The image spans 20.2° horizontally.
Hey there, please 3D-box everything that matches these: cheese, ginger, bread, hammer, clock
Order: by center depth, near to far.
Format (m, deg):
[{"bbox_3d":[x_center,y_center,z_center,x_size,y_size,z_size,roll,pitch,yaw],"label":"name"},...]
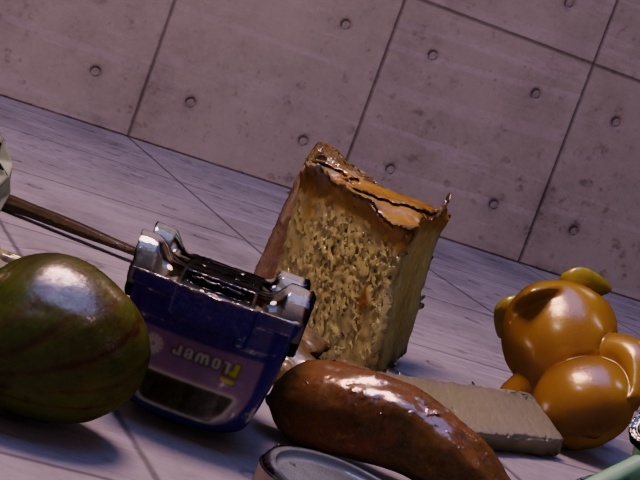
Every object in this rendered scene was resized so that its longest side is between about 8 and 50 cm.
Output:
[{"bbox_3d":[0.017,0.218,1.424,0.155,0.063,0.229,23,8,28],"label":"clock"},{"bbox_3d":[0.145,0.190,1.986,0.400,0.034,0.085,14,38,-49],"label":"cheese"},{"bbox_3d":[-0.038,0.118,2.004,0.258,0.065,0.149,33,7,22],"label":"ginger"},{"bbox_3d":[0.100,0.050,2.200,0.279,0.248,0.315,15,10,-35],"label":"bread"},{"bbox_3d":[-0.313,-0.009,2.407,0.297,0.027,0.125,22,2,13],"label":"hammer"}]

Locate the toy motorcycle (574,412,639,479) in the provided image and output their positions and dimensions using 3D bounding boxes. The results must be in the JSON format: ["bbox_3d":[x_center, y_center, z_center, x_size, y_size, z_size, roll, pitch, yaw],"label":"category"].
[{"bbox_3d":[0.365,0.227,1.560,0.331,0.125,0.196,-15,29,-25],"label":"toy motorcycle"}]

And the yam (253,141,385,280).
[{"bbox_3d":[-0.002,-0.001,2.383,0.128,0.238,0.129,23,8,-14],"label":"yam"}]

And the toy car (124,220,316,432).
[{"bbox_3d":[-0.108,0.087,1.684,0.172,0.158,0.235,21,5,-1],"label":"toy car"}]

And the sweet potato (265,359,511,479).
[{"bbox_3d":[0.077,0.186,1.705,0.291,0.097,0.097,22,7,20],"label":"sweet potato"}]

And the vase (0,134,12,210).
[{"bbox_3d":[-0.514,-0.088,1.972,0.165,0.165,0.360,26,12,41],"label":"vase"}]

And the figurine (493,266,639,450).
[{"bbox_3d":[0.309,0.153,2.244,0.215,0.215,0.228,8,56,-60],"label":"figurine"}]

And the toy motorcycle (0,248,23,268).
[{"bbox_3d":[-0.388,0.014,1.675,0.223,0.108,0.340,24,6,29],"label":"toy motorcycle"}]

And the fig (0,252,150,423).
[{"bbox_3d":[-0.257,0.106,1.439,0.151,0.151,0.259,24,35,29],"label":"fig"}]
